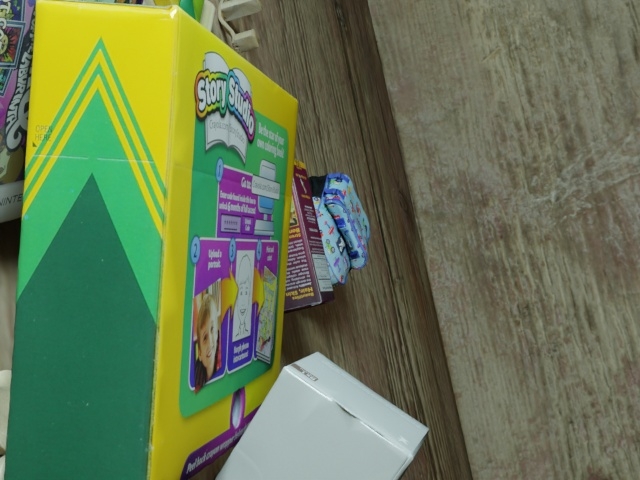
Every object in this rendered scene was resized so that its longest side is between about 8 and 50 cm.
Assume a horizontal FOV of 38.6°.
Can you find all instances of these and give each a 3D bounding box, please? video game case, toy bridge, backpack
[{"bbox_3d":[-0.195,-0.129,0.649,0.210,0.042,0.232,-41,150,-74],"label":"video game case"},{"bbox_3d":[-0.118,-0.344,1.346,0.026,0.063,0.188,60,22,-47],"label":"toy bridge"},{"bbox_3d":[0.000,0.000,1.359,0.173,0.117,0.158,-73,145,-59],"label":"backpack"}]

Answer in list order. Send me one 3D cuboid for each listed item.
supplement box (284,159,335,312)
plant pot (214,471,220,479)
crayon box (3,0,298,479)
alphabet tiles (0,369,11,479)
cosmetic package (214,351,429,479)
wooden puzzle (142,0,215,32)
[{"bbox_3d":[-0.057,-0.001,1.160,0.081,0.104,0.188,6,71,-75],"label":"supplement box"},{"bbox_3d":[-0.044,0.295,0.938,0.134,0.095,0.134,-14,90,-76],"label":"plant pot"},{"bbox_3d":[-0.111,0.009,0.735,0.363,0.106,0.313,5,88,-80],"label":"crayon box"},{"bbox_3d":[-0.233,0.148,0.518,0.278,0.021,0.284,36,42,-68],"label":"alphabet tiles"},{"bbox_3d":[-0.026,0.225,0.760,0.127,0.238,0.107,36,7,12],"label":"cosmetic package"},{"bbox_3d":[-0.189,-0.330,1.106,0.221,0.044,0.238,-88,158,-47],"label":"wooden puzzle"}]
